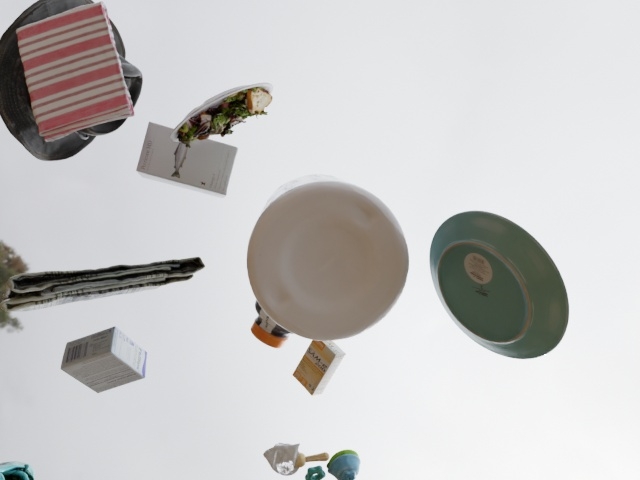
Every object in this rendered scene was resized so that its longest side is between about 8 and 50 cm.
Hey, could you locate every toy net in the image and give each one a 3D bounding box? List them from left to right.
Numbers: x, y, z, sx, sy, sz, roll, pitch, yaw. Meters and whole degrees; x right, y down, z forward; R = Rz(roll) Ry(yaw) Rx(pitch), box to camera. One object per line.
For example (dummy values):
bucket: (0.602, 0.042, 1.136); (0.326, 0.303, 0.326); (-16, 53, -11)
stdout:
toy net: (-0.026, 0.455, 0.977); (0.232, 0.045, 0.122); (32, -76, -25)

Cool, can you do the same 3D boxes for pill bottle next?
pill bottle: (-0.061, 0.117, 1.087); (0.131, 0.130, 0.245); (33, -82, 25)
pill bottle: (0.000, 0.000, 0.759); (0.205, 0.361, 0.204); (-1, -80, -3)

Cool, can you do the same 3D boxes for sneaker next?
sneaker: (-0.629, 0.494, 0.972); (0.275, 0.110, 0.106); (117, -36, -69)

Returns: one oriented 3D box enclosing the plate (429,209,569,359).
plate: (0.191, 0.057, 0.565); (0.188, 0.024, 0.188); (39, -39, 40)

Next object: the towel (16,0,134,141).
towel: (-0.375, -0.259, 0.744); (0.029, 0.144, 0.196); (83, -11, -80)

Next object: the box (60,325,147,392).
box: (-0.492, 0.276, 1.122); (0.126, 0.072, 0.137); (-19, -44, 6)

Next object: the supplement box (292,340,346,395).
supplement box: (-0.003, 0.236, 0.929); (0.062, 0.036, 0.098); (37, -75, 35)

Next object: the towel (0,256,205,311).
towel: (-0.414, 0.090, 0.911); (0.324, 0.313, 0.056); (-19, -101, 55)

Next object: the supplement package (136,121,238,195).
supplement package: (-0.273, -0.161, 1.008); (0.105, 0.180, 0.105); (-173, -84, -75)

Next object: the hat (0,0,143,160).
hat: (-0.426, -0.293, 0.913); (0.134, 0.331, 0.331); (16, -60, 10)

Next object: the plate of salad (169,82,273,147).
plate of salad: (-0.165, -0.212, 0.846); (0.200, 0.200, 0.048); (-24, -83, 43)
